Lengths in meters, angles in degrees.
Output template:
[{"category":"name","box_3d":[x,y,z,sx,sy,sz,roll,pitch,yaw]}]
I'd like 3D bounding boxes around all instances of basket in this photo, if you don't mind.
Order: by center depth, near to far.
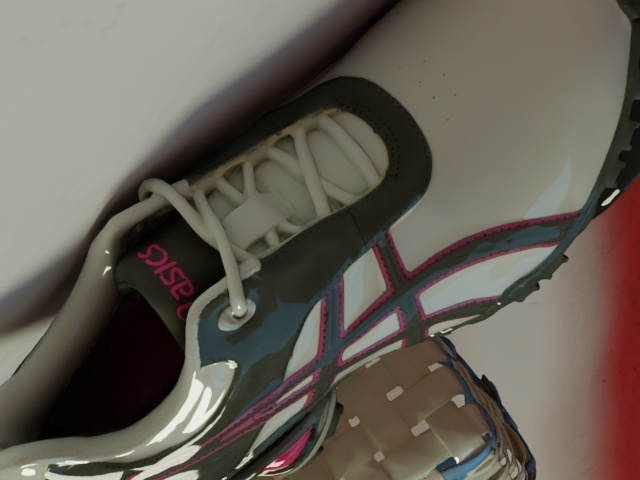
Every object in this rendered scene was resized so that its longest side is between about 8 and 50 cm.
[{"category":"basket","box_3d":[0.033,0.184,1.097,0.255,0.201,0.289,-34,163,-1]}]

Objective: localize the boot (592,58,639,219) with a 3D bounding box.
[{"category":"boot","box_3d":[0.157,-0.143,0.608,0.280,0.096,0.264,-52,-176,-34]}]

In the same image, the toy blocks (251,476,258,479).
[{"category":"toy blocks","box_3d":[-0.096,0.135,0.895,0.148,0.054,0.123,13,107,-37]}]

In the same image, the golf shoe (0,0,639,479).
[{"category":"golf shoe","box_3d":[0.000,0.000,0.473,0.273,0.105,0.120,-48,157,14]}]
